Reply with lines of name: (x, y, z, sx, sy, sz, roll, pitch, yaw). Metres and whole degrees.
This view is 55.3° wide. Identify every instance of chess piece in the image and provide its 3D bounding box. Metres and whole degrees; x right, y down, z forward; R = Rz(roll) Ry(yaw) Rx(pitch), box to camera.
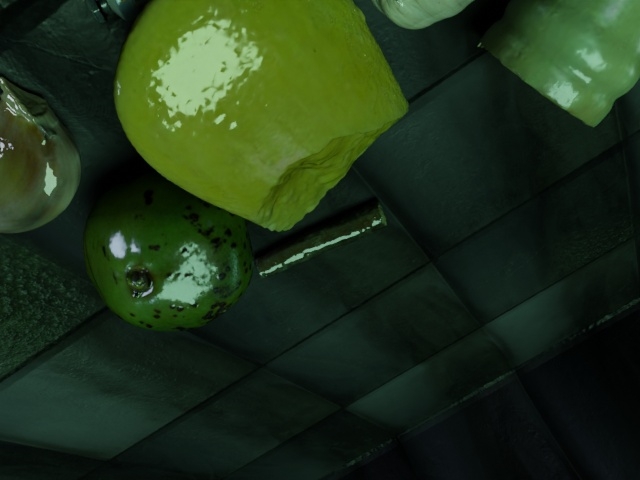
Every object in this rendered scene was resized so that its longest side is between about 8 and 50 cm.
chess piece: (0.447, -0.395, 0.844, 0.234, 0.234, 0.442, 10, 128, -39)

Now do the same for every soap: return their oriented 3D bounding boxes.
soap: (-0.051, -0.163, 0.768, 0.306, 0.115, 0.427, -42, 144, 11)

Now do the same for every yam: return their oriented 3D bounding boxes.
yam: (0.000, 0.000, 1.192, 0.274, 0.061, 0.061, -23, 144, -2)

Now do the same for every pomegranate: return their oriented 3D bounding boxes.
pomegranate: (-0.220, 0.006, 0.924, 0.255, 0.270, 0.254, 4, 120, 7)

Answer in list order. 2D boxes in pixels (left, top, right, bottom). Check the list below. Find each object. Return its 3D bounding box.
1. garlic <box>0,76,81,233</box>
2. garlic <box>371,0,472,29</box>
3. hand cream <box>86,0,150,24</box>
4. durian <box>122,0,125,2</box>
garlic: (-0.427, -0.071, 0.824, 0.267, 0.148, 0.128, -39, 179, 10)
garlic: (0.117, -0.382, 0.714, 0.199, 0.199, 0.226, -34, 117, 11)
hand cream: (-0.145, -0.316, 0.710, 0.256, 0.055, 0.088, -23, 164, -4)
durian: (-0.174, -0.324, 0.578, 0.305, 0.195, 0.185, -30, 150, 2)
